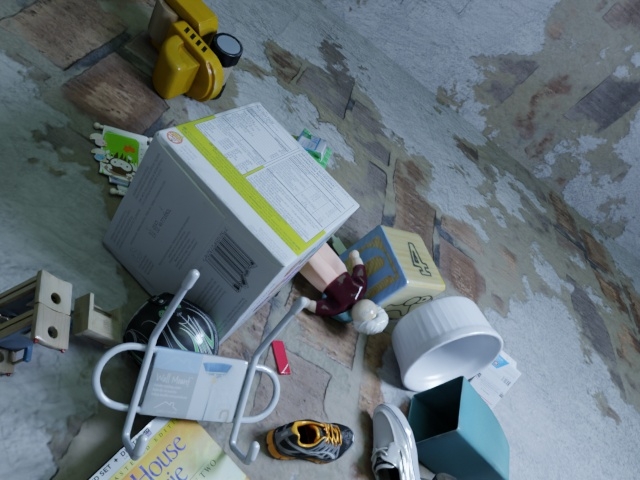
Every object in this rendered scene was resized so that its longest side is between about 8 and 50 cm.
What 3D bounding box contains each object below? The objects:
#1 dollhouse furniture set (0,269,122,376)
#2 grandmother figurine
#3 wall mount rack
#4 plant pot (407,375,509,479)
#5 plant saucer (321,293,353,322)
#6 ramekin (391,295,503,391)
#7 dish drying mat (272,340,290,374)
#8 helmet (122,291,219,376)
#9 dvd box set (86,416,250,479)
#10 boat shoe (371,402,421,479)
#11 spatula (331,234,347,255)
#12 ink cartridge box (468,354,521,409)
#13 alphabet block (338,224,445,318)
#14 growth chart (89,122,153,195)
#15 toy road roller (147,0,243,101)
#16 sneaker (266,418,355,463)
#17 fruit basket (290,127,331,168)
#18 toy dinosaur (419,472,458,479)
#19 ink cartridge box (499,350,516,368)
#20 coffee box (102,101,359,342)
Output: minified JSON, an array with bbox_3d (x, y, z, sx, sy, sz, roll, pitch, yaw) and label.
[{"bbox_3d":[-0.458,0.164,0.927,0.184,0.129,0.129,47,24,-52],"label":"dollhouse furniture set"},{"bbox_3d":[0.035,0.109,1.377,0.342,0.208,0.104,46,-5,11],"label":"grandmother figurine"},{"bbox_3d":[-0.180,0.212,0.904,0.349,0.130,0.304,18,85,-33],"label":"wall mount rack"},{"bbox_3d":[0.351,0.491,1.317,0.234,0.165,0.166,46,36,-12],"label":"plant pot"},{"bbox_3d":[0.047,0.173,1.442,0.119,0.021,0.119,26,41,-25],"label":"plant saucer"},{"bbox_3d":[0.321,0.269,1.410,0.277,0.277,0.135,14,39,-34],"label":"ramekin"},{"bbox_3d":[-0.090,0.269,1.235,0.032,0.008,0.083,9,49,-36],"label":"dish drying mat"},{"bbox_3d":[-0.272,0.195,1.016,0.161,0.169,0.169,38,36,12],"label":"helmet"},{"bbox_3d":[-0.202,0.508,0.861,0.420,0.062,0.307,47,36,3],"label":"dvd box set"},{"bbox_3d":[0.155,0.494,1.188,0.088,0.096,0.268,16,54,-39],"label":"boat shoe"},{"bbox_3d":[0.000,0.000,1.522,0.242,0.019,0.168,55,40,-12],"label":"spatula"},{"bbox_3d":[0.469,0.409,1.533,0.104,0.180,0.060,40,1,-6],"label":"ink cartridge box"},{"bbox_3d":[0.194,0.094,1.498,0.197,0.192,0.194,12,49,-47],"label":"alphabet block"},{"bbox_3d":[-0.465,-0.188,1.307,0.171,0.021,0.237,4,52,-40],"label":"growth chart"},{"bbox_3d":[-0.410,-0.555,1.564,0.329,0.202,0.240,48,48,2],"label":"toy road roller"},{"bbox_3d":[-0.004,0.413,1.119,0.214,0.083,0.084,11,47,-38],"label":"sneaker"},{"bbox_3d":[-0.144,-0.267,1.546,0.352,0.166,0.327,29,26,-5],"label":"fruit basket"},{"bbox_3d":[0.298,0.599,1.203,0.313,0.121,0.160,39,29,-17],"label":"toy dinosaur"},{"bbox_3d":[0.507,0.375,1.625,0.143,0.090,0.092,40,37,-7],"label":"ink cartridge box"},{"bbox_3d":[-0.188,-0.038,1.160,0.338,0.338,0.334,46,37,3],"label":"coffee box"}]
